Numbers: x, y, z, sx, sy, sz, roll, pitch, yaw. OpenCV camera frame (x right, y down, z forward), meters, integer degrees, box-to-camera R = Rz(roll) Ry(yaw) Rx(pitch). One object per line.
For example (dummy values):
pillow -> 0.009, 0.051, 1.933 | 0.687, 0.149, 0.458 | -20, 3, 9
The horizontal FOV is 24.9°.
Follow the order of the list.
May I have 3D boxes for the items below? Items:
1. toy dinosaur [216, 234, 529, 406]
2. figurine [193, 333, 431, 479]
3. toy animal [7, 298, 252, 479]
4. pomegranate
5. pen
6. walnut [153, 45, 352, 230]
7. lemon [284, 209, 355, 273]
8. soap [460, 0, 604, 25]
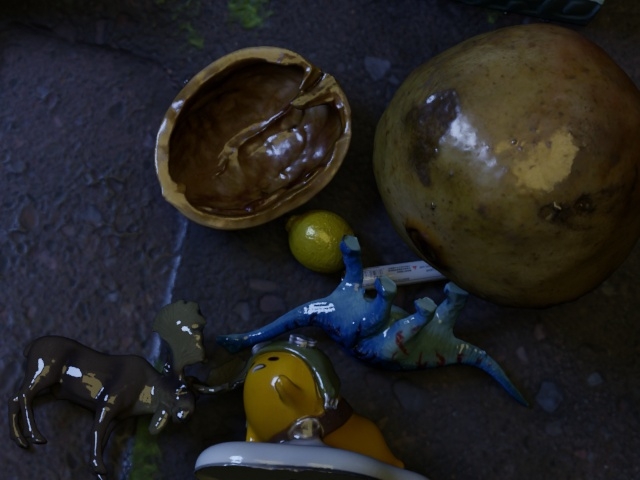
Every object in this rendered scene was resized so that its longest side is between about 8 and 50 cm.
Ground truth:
toy dinosaur -> 0.069, 0.082, 1.439 | 0.329, 0.076, 0.144 | 10, 121, -7
figurine -> 0.005, 0.176, 1.398 | 0.250, 0.166, 0.141 | 20, 63, -33
toy animal -> -0.187, 0.139, 1.404 | 0.214, 0.094, 0.186 | 22, 70, 5
pomegranate -> 0.185, -0.074, 1.399 | 0.281, 0.281, 0.281 | 1, 80, -7
pen -> 0.119, 0.030, 1.497 | 0.204, 0.025, 0.025 | -8, 81, -9
walnut -> -0.074, -0.099, 1.463 | 0.211, 0.087, 0.167 | -33, 92, -10
lemon -> 0.000, 0.000, 1.467 | 0.083, 0.062, 0.062 | 33, 78, 0
soap -> 0.202, -0.292, 1.509 | 0.230, 0.145, 0.091 | 11, 88, 0
